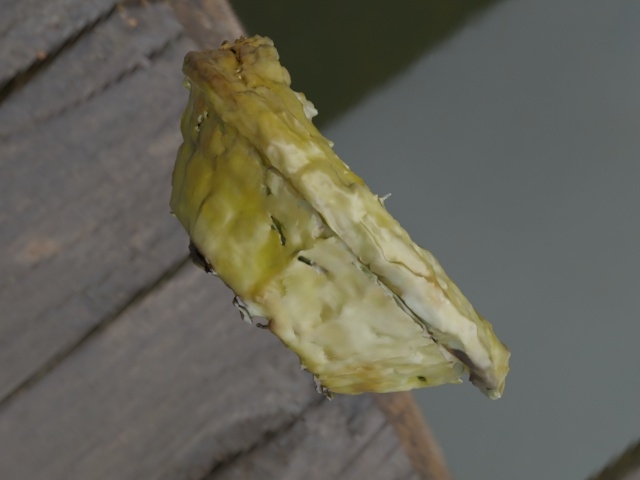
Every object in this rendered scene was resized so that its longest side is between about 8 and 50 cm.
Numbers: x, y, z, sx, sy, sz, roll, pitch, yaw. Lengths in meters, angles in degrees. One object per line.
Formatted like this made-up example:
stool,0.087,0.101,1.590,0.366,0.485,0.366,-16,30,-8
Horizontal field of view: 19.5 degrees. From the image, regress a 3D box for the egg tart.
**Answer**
egg tart,-0.001,0.000,0.848,0.090,0.212,0.212,-41,130,5
